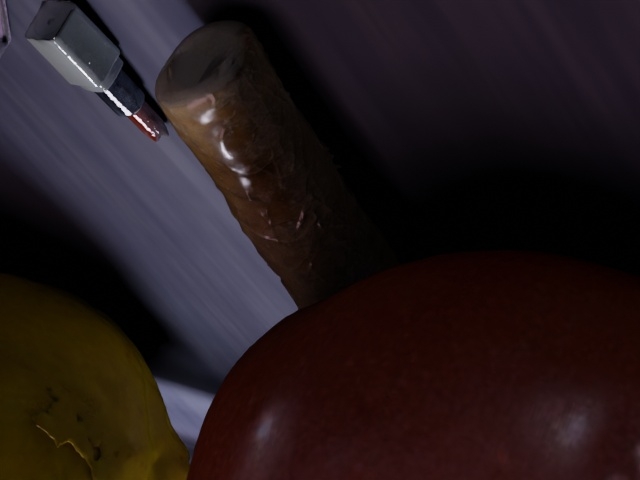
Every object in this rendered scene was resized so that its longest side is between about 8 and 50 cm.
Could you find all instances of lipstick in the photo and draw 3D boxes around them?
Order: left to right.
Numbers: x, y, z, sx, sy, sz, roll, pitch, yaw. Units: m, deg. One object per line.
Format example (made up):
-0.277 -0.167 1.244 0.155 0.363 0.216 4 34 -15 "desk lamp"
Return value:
-0.111 -0.083 1.036 0.025 0.025 0.107 12 156 39 "lipstick"

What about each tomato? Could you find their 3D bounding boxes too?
0.091 0.175 0.952 0.341 0.273 0.341 14 148 9 "tomato"

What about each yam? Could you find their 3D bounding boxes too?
0.000 0.000 1.023 0.066 0.066 0.299 13 150 35 "yam"

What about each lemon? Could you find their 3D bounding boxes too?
-0.245 0.156 1.340 0.297 0.297 0.297 26 156 12 "lemon"

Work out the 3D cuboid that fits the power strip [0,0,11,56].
-0.214 -0.171 0.970 0.109 0.037 0.279 28 156 9 "power strip"
